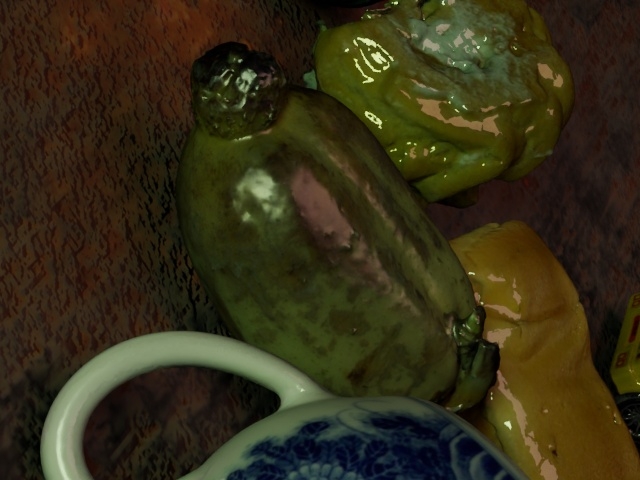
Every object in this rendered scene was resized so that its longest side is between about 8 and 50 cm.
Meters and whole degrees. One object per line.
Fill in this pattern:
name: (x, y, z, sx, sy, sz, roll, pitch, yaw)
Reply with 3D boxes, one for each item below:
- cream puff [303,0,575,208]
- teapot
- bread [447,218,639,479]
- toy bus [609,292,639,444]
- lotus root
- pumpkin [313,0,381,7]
cream puff: (0.087, -0.098, 1.267, 0.221, 0.195, 0.194, -30, 98, -36)
teapot: (0.002, 0.231, 0.943, 0.280, 0.252, 0.424, -40, 86, -17)
bread: (0.149, 0.135, 1.269, 0.167, 0.132, 0.294, -12, 84, -49)
toy bus: (0.409, 0.198, 1.574, 0.331, 0.151, 0.145, 54, 35, -20)
lotus root: (0.000, 0.000, 1.111, 0.309, 0.173, 0.173, 56, 36, -20)
pumpkin: (0.017, -0.282, 1.298, 0.202, 0.140, 0.202, 27, 55, -46)
